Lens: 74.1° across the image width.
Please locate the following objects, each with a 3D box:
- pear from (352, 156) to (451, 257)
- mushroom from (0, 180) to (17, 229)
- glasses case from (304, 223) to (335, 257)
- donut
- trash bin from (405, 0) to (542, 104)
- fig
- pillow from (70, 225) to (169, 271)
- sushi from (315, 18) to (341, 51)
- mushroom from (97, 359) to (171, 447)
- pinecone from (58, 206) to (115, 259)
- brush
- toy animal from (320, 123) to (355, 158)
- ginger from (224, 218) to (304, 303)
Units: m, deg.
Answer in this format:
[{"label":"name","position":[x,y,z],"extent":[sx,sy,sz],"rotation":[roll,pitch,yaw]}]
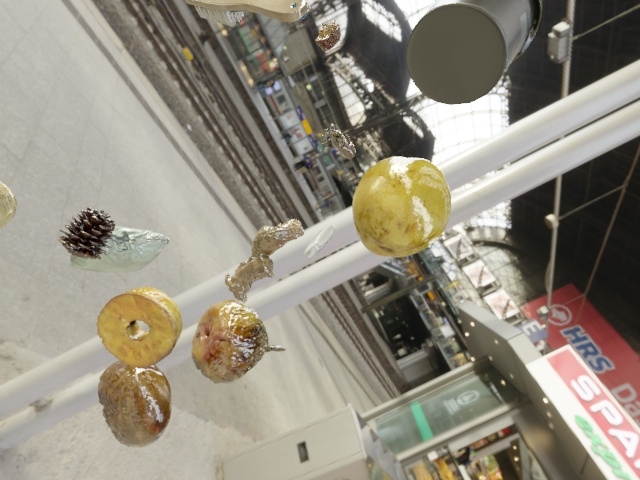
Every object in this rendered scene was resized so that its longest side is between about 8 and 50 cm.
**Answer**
[{"label":"pear","position":[0.248,-0.102,1.303],"extent":[0.314,0.314,0.314],"rotation":[63,3,-6]},{"label":"mushroom","position":[-0.654,-0.073,0.795],"extent":[0.148,0.148,0.112],"rotation":[59,31,-53]},{"label":"glasses case","position":[0.000,0.000,1.537],"extent":[0.049,0.076,0.197],"rotation":[44,33,-2]},{"label":"donut","position":[-0.316,0.150,0.755],"extent":[0.152,0.151,0.058],"rotation":[62,19,-12]},{"label":"trash bin","position":[0.304,-0.413,0.829],"extent":[0.334,0.214,0.214],"rotation":[-54,128,-36]},{"label":"fig","position":[-0.257,0.366,1.515],"extent":[0.368,0.286,0.286],"rotation":[19,33,-36]},{"label":"pillow","position":[-0.748,0.039,1.606],"extent":[0.283,0.310,0.138],"rotation":[8,64,-45]},{"label":"sushi","position":[0.023,-0.569,1.168],"extent":[0.060,0.061,0.118],"rotation":[65,29,-44]},{"label":"mushroom","position":[-0.504,0.437,1.154],"extent":[0.153,0.253,0.253],"rotation":[-14,72,-45]},{"label":"pinecone","position":[-0.364,-0.011,0.668],"extent":[0.077,0.083,0.077],"rotation":[27,4,-2]},{"label":"brush","position":[-0.148,-0.457,0.838],"extent":[0.327,0.070,0.065],"rotation":[27,-20,31]},{"label":"toy animal","position":[0.079,-0.423,1.799],"extent":[0.214,0.093,0.186],"rotation":[36,28,-33]},{"label":"ginger","position":[-0.166,0.046,1.240],"extent":[0.122,0.290,0.084],"rotation":[43,3,30]}]
